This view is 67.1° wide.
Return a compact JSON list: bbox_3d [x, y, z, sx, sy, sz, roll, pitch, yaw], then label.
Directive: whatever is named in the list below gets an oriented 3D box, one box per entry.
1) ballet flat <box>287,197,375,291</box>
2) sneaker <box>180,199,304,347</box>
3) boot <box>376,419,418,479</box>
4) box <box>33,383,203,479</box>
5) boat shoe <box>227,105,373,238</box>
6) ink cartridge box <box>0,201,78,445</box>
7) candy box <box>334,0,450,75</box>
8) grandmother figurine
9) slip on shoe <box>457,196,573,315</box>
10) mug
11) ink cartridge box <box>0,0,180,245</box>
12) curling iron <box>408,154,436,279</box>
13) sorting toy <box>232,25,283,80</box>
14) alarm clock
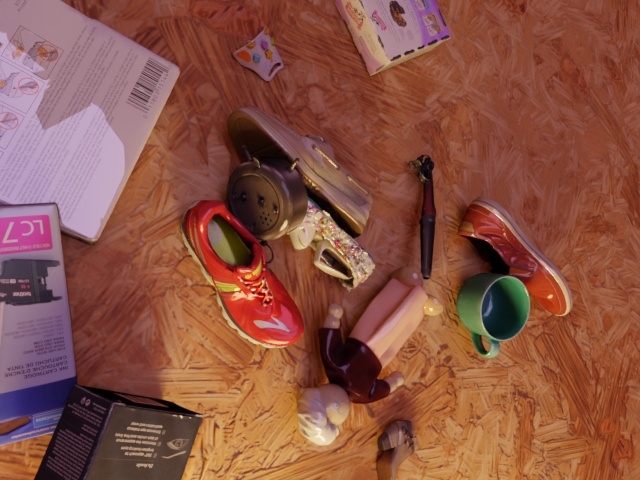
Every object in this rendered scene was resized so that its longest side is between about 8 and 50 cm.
[{"bbox_3d":[0.000,0.000,0.828,0.241,0.091,0.077,40,63,-19],"label":"ballet flat"},{"bbox_3d":[-0.116,0.059,0.744,0.107,0.118,0.279,-42,103,-26],"label":"sneaker"},{"bbox_3d":[0.145,0.393,0.885,0.087,0.042,0.118,-6,93,-37],"label":"boot"},{"bbox_3d":[-0.258,0.283,0.617,0.156,0.093,0.158,39,63,-51],"label":"box"},{"bbox_3d":[-0.025,-0.128,0.831,0.302,0.109,0.098,40,58,-21],"label":"boat shoe"},{"bbox_3d":[-0.402,0.114,0.578,0.186,0.065,0.311,-7,102,-29],"label":"ink cartridge box"},{"bbox_3d":[0.151,-0.452,0.986,0.196,0.070,0.165,-31,98,-29],"label":"candy box"},{"bbox_3d":[0.076,0.197,0.843,0.208,0.104,0.342,45,62,-6],"label":"grandmother figurine"},{"bbox_3d":[0.417,0.053,1.043,0.331,0.123,0.101,45,81,-13],"label":"slip on shoe"},{"bbox_3d":[0.336,0.141,0.985,0.129,0.097,0.158,46,76,-19],"label":"mug"},{"bbox_3d":[-0.375,-0.180,0.666,0.261,0.066,0.296,27,71,-23],"label":"ink cartridge box"},{"bbox_3d":[0.202,-0.052,0.951,0.068,0.035,0.274,22,61,-35],"label":"curling iron"},{"bbox_3d":[-0.099,-0.328,0.857,0.083,0.045,0.075,-54,127,-23],"label":"sorting toy"},{"bbox_3d":[-0.089,-0.047,0.772,0.064,0.129,0.192,-35,135,-52],"label":"alarm clock"}]
